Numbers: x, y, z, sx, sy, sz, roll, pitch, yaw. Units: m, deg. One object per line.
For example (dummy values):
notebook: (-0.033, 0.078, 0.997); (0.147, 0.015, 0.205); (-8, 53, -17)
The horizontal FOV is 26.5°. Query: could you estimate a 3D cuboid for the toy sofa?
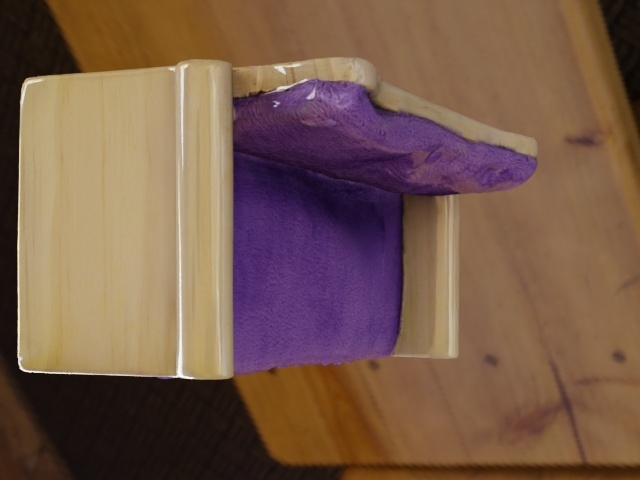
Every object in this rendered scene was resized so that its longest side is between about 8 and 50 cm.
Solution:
toy sofa: (0.000, 0.000, 0.780); (0.177, 0.362, 0.150); (0, 87, 23)
